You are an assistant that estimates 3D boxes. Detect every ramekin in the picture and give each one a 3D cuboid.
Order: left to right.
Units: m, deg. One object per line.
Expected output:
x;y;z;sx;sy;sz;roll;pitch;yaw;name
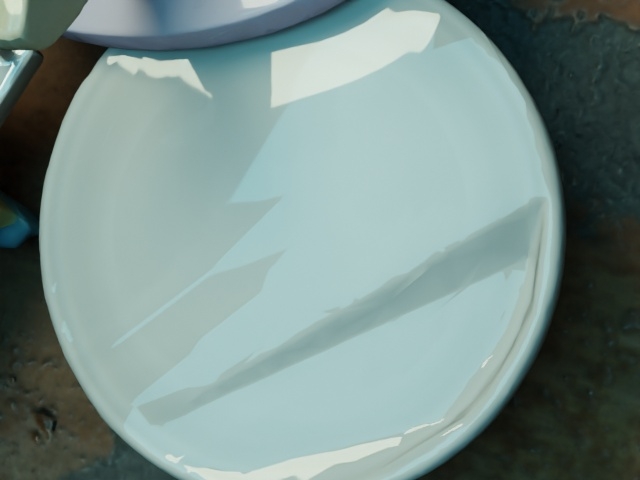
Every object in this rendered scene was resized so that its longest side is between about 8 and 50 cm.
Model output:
0.000;0.000;0.821;0.273;0.127;0.273;-2;84;16;ramekin

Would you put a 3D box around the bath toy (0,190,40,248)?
-0.312;0.093;0.909;0.348;0.129;0.151;-52;30;4;bath toy

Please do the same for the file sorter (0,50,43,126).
-0.323;-0.099;0.771;0.277;0.173;0.193;32;88;11;file sorter

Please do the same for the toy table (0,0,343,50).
-0.098;-0.191;0.723;0.274;0.161;0.252;-8;77;17;toy table
